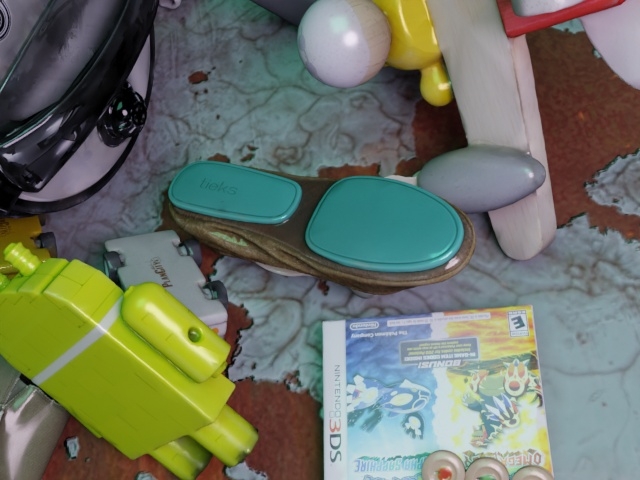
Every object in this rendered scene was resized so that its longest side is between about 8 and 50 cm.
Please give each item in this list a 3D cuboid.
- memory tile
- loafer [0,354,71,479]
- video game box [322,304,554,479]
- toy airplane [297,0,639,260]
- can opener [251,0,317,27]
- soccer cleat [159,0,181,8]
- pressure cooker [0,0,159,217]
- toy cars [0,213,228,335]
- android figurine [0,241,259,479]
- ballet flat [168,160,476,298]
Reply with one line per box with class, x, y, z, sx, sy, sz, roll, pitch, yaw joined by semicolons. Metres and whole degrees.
memory tile;0.131;0.254;0.650;0.113;0.012;0.147;8;92;11
loafer;-0.303;0.181;0.781;0.088;0.094;0.251;-14;63;12
video game box;0.103;0.160;0.719;0.205;0.048;0.187;-6;67;11
toy airplane;0.115;-0.206;0.699;0.273;0.384;0.386;-22;63;-8
can opener;-0.093;-0.325;0.867;0.093;0.280;0.074;-45;50;20
soccer cleat;-0.185;-0.390;1.025;0.331;0.116;0.143;-38;78;-3
pressure cooker;-0.375;-0.216;0.826;0.421;0.375;0.369;10;107;22
toy cars;-0.257;0.041;0.835;0.394;0.087;0.176;15;30;20
android figurine;-0.187;0.111;0.697;0.273;0.248;0.056;43;47;-10
ballet flat;0.000;0.000;0.770;0.343;0.124;0.116;10;57;29
